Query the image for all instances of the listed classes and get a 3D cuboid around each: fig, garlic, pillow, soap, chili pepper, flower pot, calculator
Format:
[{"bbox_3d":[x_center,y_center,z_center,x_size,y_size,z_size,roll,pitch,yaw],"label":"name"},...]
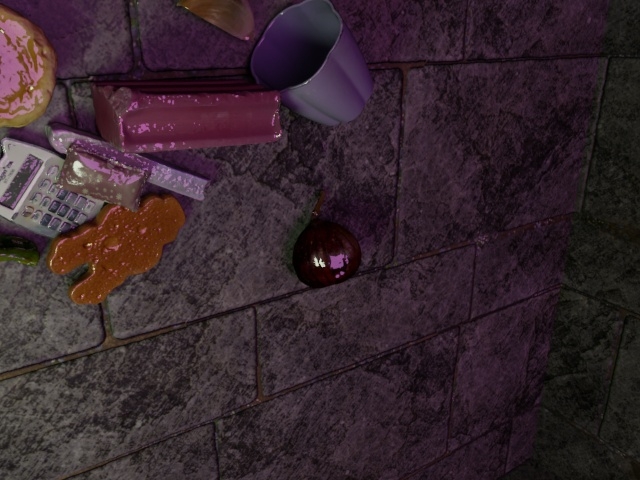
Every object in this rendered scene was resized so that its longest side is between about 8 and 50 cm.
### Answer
[{"bbox_3d":[0.006,0.010,1.601,0.203,0.186,0.249,-23,113,-6],"label":"fig"},{"bbox_3d":[-0.223,-0.542,1.285,0.195,0.087,0.101,14,113,-41],"label":"garlic"},{"bbox_3d":[-0.470,-0.130,1.219,0.185,0.043,0.118,16,116,-32],"label":"pillow"},{"bbox_3d":[-0.295,-0.286,1.234,0.359,0.233,0.128,-11,116,-31],"label":"soap"},{"bbox_3d":[-0.699,0.025,1.169,0.204,0.072,0.073,1,109,-36],"label":"chili pepper"},{"bbox_3d":[0.003,-0.419,1.391,0.243,0.265,0.265,31,88,-48],"label":"flower pot"},{"bbox_3d":[-0.594,-0.101,1.216,0.268,0.040,0.177,35,87,-39],"label":"calculator"}]

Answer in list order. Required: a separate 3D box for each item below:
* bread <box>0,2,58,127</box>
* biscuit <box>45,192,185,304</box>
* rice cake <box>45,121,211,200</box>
[{"bbox_3d":[-0.626,-0.328,1.050,0.244,0.134,0.244,-11,113,-28],"label":"bread"},{"bbox_3d":[-0.474,0.005,1.329,0.334,0.047,0.202,-38,132,-21],"label":"biscuit"},{"bbox_3d":[-0.426,-0.175,1.288,0.399,0.070,0.064,19,100,-38],"label":"rice cake"}]
